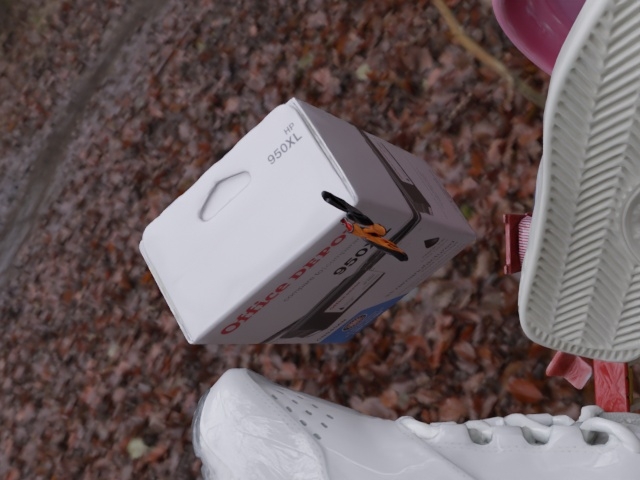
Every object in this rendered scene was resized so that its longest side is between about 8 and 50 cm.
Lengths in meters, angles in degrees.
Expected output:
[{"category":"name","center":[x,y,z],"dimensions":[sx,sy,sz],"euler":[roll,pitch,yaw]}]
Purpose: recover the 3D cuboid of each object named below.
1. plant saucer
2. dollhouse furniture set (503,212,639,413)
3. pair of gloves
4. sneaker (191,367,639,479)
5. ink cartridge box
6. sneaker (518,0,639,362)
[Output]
[{"category":"plant saucer","center":[0.384,-0.276,1.039],"dimensions":[0.084,0.332,0.332],"euler":[-58,32,-5]},{"category":"dollhouse furniture set","center":[0.474,0.130,1.516],"dimensions":[0.201,0.152,0.374],"euler":[-1,93,49]},{"category":"pair of gloves","center":[0.037,-0.013,0.679],"dimensions":[0.010,0.074,0.083],"euler":[-54,34,12]},{"category":"sneaker","center":[0.089,0.117,0.335],"dimensions":[0.111,0.297,0.129],"euler":[12,-77,-84]},{"category":"ink cartridge box","center":[0.000,0.000,1.104],"dimensions":[0.285,0.395,0.166],"euler":[-41,66,20]},{"category":"sneaker","center":[0.202,-0.078,0.508],"dimensions":[0.350,0.131,0.148],"euler":[97,-167,-49]}]
